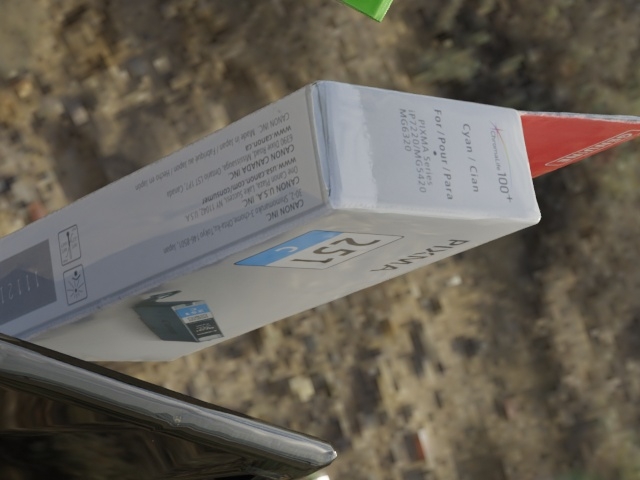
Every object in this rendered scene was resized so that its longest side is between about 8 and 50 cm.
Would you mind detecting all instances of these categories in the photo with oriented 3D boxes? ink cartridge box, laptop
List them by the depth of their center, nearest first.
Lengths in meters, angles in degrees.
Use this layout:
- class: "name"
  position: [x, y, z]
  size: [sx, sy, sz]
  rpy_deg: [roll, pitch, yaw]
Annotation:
- class: "laptop"
  position: [-0.279, 0.038, 0.900]
  size: [0.382, 0.408, 0.236]
  rpy_deg: [25, 45, -55]
- class: "ink cartridge box"
  position: [0.000, 0.000, 1.030]
  size: [0.261, 0.296, 0.066]
  rpy_deg: [2, 73, -42]

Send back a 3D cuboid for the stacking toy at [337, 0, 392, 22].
- class: "stacking toy"
  position: [-0.033, -0.210, 0.757]
  size: [0.221, 0.167, 0.052]
  rpy_deg: [29, 3, -5]
